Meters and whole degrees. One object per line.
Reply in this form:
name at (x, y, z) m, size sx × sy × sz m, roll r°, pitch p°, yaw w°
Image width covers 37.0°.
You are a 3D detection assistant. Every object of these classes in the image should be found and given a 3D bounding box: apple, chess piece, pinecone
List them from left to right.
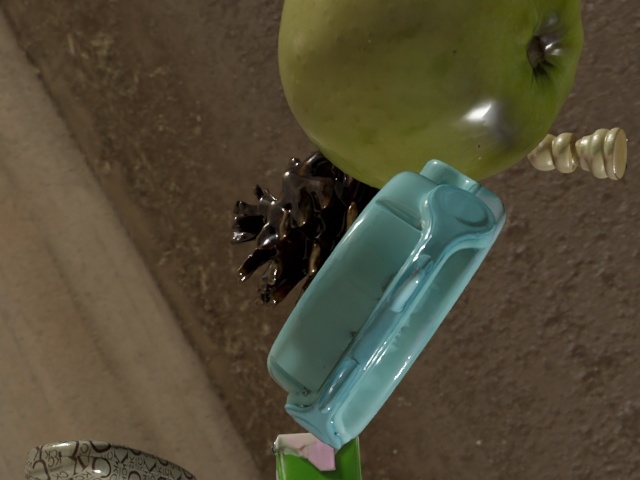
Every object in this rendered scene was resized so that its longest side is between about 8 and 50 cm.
pinecone at (0.000, 0.000, 1.882) m, size 0.398 × 0.398 × 0.397 m, roll 23°, pitch 122°, yaw 42°
apple at (0.167, -0.297, 1.478) m, size 0.474 × 0.474 × 0.473 m, roll 23°, pitch 122°, yaw 42°
chess piece at (0.458, -0.155, 1.727) m, size 0.171 × 0.094 × 0.094 m, roll 2°, pitch 108°, yaw 31°

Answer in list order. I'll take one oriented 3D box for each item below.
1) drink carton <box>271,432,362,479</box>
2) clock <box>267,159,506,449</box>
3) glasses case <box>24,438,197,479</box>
drink carton at (-0.001, 0.381, 1.166) m, size 0.161 × 0.108 × 0.271 m, roll 94°, pitch 173°, yaw -63°
clock at (0.047, 0.043, 0.732) m, size 0.094 × 0.274 × 0.223 m, roll 35°, pitch 99°, yaw 8°
glasses case at (-0.312, 0.367, 1.471) m, size 0.137 × 0.354 × 0.085 m, roll -10°, pitch 64°, yaw 18°
